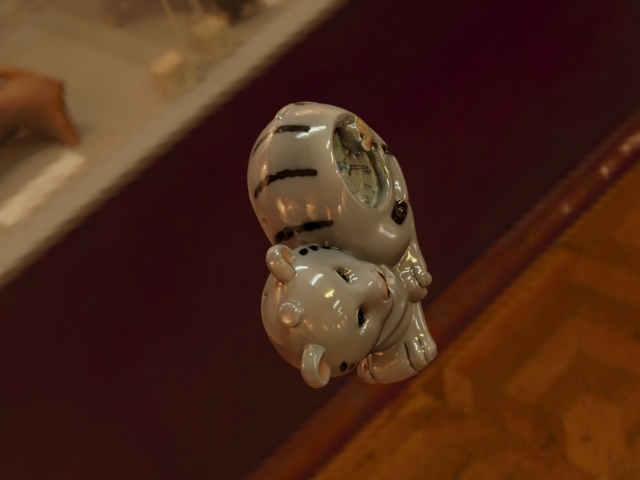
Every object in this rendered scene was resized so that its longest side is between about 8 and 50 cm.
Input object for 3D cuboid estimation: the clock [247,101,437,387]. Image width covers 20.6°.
[{"bbox_3d":[0.001,0.000,1.036,0.080,0.117,0.176,-21,78,28],"label":"clock"}]
